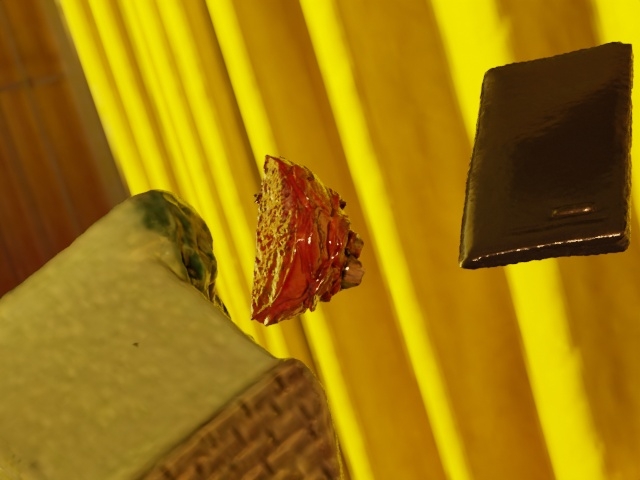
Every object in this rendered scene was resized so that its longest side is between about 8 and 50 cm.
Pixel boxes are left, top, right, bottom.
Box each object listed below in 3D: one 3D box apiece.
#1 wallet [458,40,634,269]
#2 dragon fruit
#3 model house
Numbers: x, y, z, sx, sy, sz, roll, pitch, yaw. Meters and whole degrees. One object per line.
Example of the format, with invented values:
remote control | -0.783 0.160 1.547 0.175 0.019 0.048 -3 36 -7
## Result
wallet | 0.168 -0.068 1.273 0.124 0.025 0.244 -10 -143 19
dragon fruit | 0.000 0.000 1.588 0.106 0.162 0.083 11 164 -33
model house | -0.065 0.124 0.835 0.195 0.214 0.189 -36 -123 -26
